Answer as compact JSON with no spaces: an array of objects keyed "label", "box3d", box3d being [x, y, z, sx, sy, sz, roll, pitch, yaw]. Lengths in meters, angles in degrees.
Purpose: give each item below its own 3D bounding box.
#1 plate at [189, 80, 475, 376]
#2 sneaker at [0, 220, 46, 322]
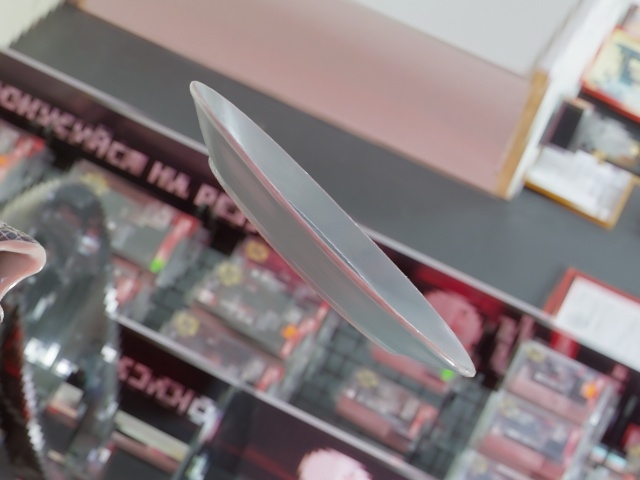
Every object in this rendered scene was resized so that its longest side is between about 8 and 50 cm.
[{"label":"plate","box3d":[0.000,0.000,0.779,0.024,0.188,0.188,-44,171,6]},{"label":"sneaker","box3d":[-0.243,0.073,0.964,0.090,0.094,0.235,93,15,-54]}]
